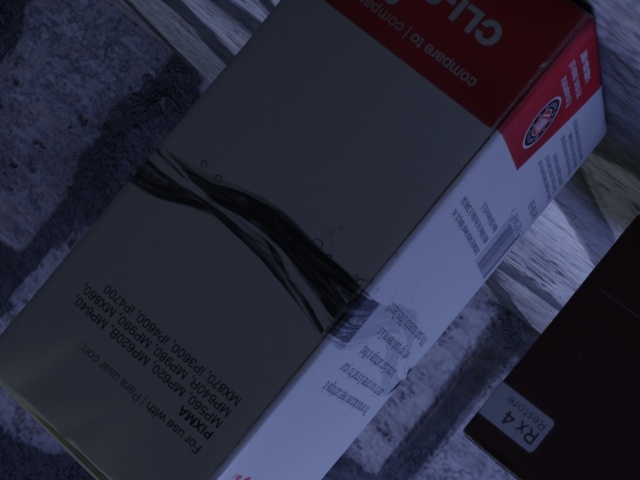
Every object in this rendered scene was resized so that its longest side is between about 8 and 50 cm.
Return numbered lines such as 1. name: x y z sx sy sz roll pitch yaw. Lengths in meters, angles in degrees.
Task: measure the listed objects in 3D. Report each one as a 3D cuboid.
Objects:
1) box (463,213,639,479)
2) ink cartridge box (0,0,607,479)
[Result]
1. box: 0.224 0.123 1.088 0.168 0.167 0.203 39 178 31
2. ink cartridge box: 0.000 0.000 0.827 0.114 0.273 0.197 38 178 15
